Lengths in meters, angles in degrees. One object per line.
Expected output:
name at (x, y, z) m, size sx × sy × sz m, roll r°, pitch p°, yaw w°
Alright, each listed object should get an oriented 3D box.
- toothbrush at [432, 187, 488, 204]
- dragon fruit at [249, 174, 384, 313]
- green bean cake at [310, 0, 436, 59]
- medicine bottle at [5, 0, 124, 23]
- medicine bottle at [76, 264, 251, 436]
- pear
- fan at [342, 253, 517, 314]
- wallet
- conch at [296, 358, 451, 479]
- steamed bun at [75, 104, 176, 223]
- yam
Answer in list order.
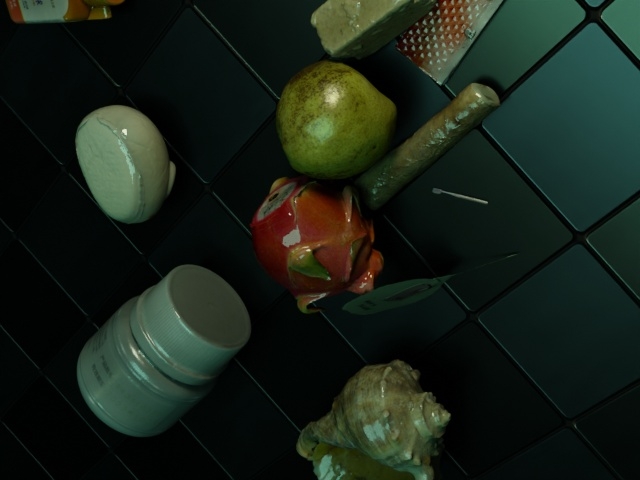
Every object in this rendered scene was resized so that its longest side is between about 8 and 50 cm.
toothbrush at (0.232, -0.073, 1.593) m, size 0.097 × 0.008 × 0.006 m, roll 15°, pitch 133°, yaw 21°
dragon fruit at (-0.005, -0.003, 1.629) m, size 0.224 × 0.224 × 0.227 m, roll -18°, pitch 123°, yaw 34°
green bean cake at (0.084, -0.356, 1.471) m, size 0.179 × 0.109 × 0.085 m, roll -29°, pitch 79°, yaw 36°
medicine bottle at (-0.460, -0.471, 1.722) m, size 0.222 × 0.112 × 0.149 m, roll 5°, pitch 114°, yaw 27°
medicine bottle at (-0.305, 0.215, 1.877) m, size 0.245 × 0.245 × 0.306 m, roll 48°, pitch 119°, yaw 1°
pear at (0.017, -0.186, 1.539) m, size 0.197 × 0.197 × 0.197 m, roll 12°, pitch 118°, yaw 24°
fan at (0.188, 0.075, 1.623) m, size 0.310 × 0.182 × 0.010 m, roll -20°, pitch 72°, yaw 15°
wallet at (0.203, -0.344, 1.475) m, size 0.103 × 0.020 × 0.196 m, roll 42°, pitch 127°, yaw 9°
conch at (0.124, 0.365, 1.750) m, size 0.352 × 0.210 × 0.297 m, roll -21°, pitch 94°, yaw 58°
steamed bun at (-0.360, -0.147, 1.808) m, size 0.177 × 0.131 × 0.228 m, roll 4°, pitch 116°, yaw 39°
yam at (0.169, -0.152, 1.558) m, size 0.300 × 0.066 × 0.066 m, roll -38°, pitch 91°, yaw 36°
